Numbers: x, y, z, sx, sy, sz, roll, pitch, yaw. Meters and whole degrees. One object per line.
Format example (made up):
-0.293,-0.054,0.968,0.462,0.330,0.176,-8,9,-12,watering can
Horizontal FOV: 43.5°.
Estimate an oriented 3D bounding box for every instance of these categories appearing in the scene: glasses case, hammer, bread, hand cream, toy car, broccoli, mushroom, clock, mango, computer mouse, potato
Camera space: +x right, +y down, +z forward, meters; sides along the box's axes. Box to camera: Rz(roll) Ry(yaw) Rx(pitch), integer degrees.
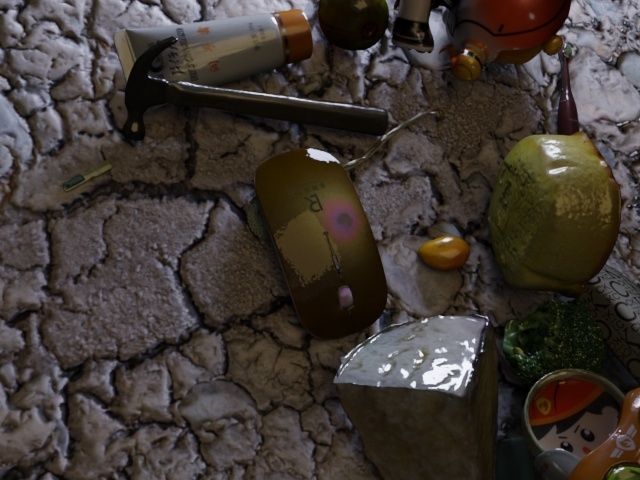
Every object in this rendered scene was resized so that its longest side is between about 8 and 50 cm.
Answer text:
0.541,0.176,1.310,0.137,0.085,0.355,-2,49,-45,glasses case
-0.094,-0.219,1.309,0.439,0.044,0.168,5,110,-22,hammer
0.375,-0.044,1.292,0.148,0.270,0.270,4,72,-11,bread
-0.173,-0.313,1.320,0.314,0.089,0.140,-19,90,-13,hand cream
0.381,0.284,1.124,0.235,0.145,0.235,-4,53,5,toy car
0.373,0.183,1.283,0.156,0.195,0.195,1,69,21,broccoli
0.108,-0.168,1.388,0.286,0.028,0.026,-29,125,-21,mushroom
-0.082,-0.039,1.294,0.074,0.010,0.083,16,70,-11,clock
0.206,0.021,1.342,0.089,0.046,0.060,1,70,-3,mango
0.000,0.000,1.265,0.158,0.072,0.310,-17,83,-18,computer mouse
0.164,0.267,1.228,0.189,0.211,0.264,-49,131,-59,potato

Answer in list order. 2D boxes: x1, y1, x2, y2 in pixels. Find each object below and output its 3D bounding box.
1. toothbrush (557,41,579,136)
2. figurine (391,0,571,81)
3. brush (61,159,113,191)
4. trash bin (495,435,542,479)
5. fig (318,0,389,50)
0.461,-0.204,1.490,0.040,0.041,0.364,8,71,-14,toothbrush
0.299,-0.429,1.429,0.323,0.196,0.320,10,64,-2,figurine
-0.358,-0.101,1.233,0.083,0.013,0.016,-32,82,-24,brush
0.452,0.415,1.224,0.343,0.158,0.223,9,70,-12,trash bin
0.035,-0.435,1.414,0.124,0.124,0.236,-13,57,-19,fig
